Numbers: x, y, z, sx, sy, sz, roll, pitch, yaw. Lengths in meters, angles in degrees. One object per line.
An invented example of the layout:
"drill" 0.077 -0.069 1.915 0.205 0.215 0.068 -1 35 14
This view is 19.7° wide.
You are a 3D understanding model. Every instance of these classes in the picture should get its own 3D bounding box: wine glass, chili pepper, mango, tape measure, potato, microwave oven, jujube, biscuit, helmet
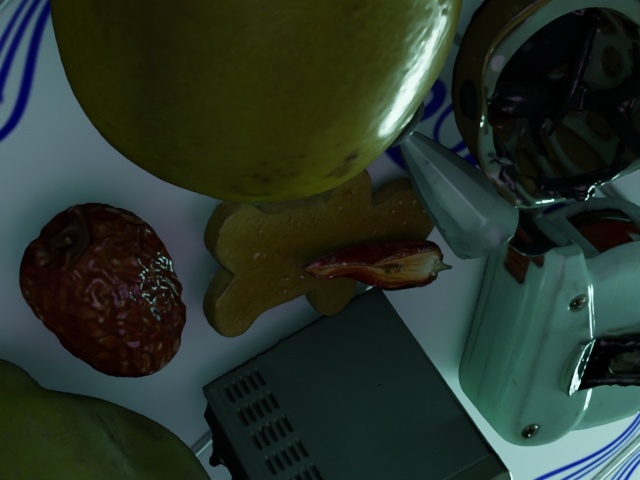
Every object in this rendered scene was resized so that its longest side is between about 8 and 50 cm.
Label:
"wine glass" 0.102 -0.057 1.583 0.073 0.073 0.155 -41 122 4
"chili pepper" 0.044 0.022 1.610 0.178 0.027 0.045 -4 120 -39
"mango" -0.044 -0.209 1.243 0.300 0.232 0.446 -21 142 -10
"tape measure" 0.254 0.076 1.768 0.246 0.125 0.243 -8 130 -26
"potato" -0.232 0.224 1.541 0.351 0.202 0.218 33 116 -31
"microwave oven" 0.059 0.273 1.693 0.218 0.286 0.355 -31 137 -6
"jujube" -0.170 0.042 1.491 0.112 0.109 0.176 -4 148 18
"biscuit" -0.001 -0.001 1.601 0.240 0.035 0.158 -15 133 -32
"helmet" 0.191 -0.141 1.544 0.198 0.130 0.224 -21 126 -17
